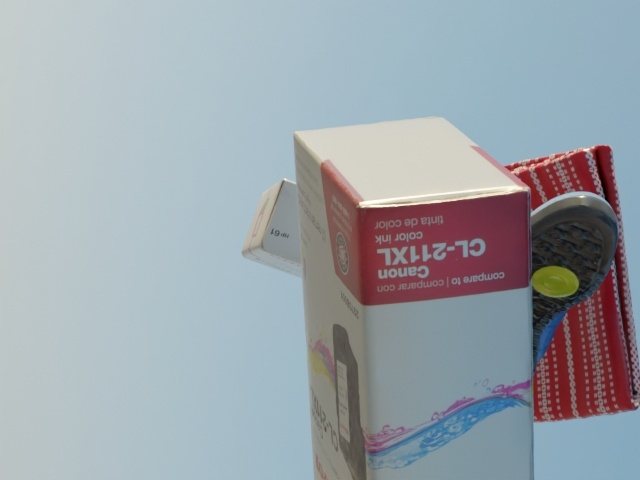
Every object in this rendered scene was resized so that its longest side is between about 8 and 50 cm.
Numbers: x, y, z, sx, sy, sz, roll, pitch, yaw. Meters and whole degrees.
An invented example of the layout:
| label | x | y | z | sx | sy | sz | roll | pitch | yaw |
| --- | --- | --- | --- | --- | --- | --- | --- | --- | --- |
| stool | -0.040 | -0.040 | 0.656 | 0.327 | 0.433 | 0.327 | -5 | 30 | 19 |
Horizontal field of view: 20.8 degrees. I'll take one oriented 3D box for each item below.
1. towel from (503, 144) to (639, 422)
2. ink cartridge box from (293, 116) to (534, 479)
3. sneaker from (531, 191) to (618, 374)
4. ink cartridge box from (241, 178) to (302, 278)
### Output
| label | x | y | z | sx | sy | sz | roll | pitch | yaw |
| --- | --- | --- | --- | --- | --- | --- | --- | --- | --- |
| towel | 0.129 | 0.044 | 1.338 | 0.275 | 0.031 | 0.198 | -13 | -99 | 52 |
| ink cartridge box | 0.039 | 0.048 | 0.744 | 0.127 | 0.072 | 0.175 | -128 | -147 | -69 |
| sneaker | 0.143 | 0.018 | 1.161 | 0.209 | 0.069 | 0.082 | 112 | -4 | -53 |
| ink cartridge box | 0.000 | 0.000 | 1.182 | 0.122 | 0.089 | 0.052 | 169 | -59 | -82 |
